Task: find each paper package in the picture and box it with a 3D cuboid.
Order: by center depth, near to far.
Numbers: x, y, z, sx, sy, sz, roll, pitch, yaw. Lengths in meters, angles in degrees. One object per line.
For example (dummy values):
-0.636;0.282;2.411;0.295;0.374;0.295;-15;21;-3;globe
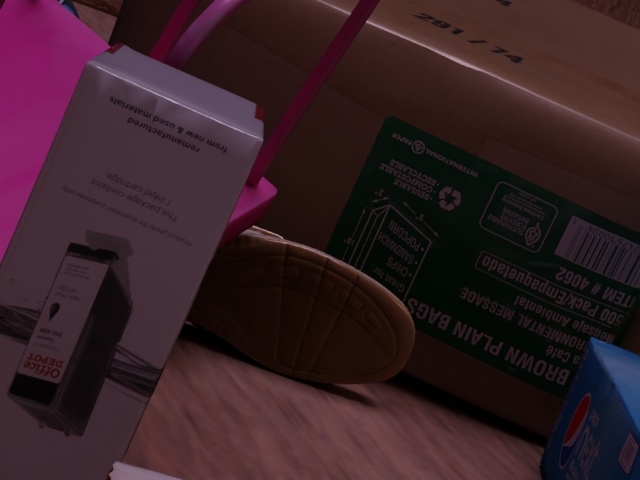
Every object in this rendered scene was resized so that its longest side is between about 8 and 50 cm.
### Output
0.057;-0.055;1.095;0.325;0.168;0.309;25;19;6;paper package

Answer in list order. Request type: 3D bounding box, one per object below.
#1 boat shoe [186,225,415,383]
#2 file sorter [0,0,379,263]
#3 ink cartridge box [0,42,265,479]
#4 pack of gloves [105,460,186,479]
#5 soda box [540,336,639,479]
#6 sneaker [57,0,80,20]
-0.037;0.017;0.921;0.170;0.063;0.059;20;14;-3;boat shoe
-0.135;-0.134;0.784;0.291;0.182;0.202;41;32;9;file sorter
-0.068;0.014;0.606;0.056;0.135;0.099;24;8;-5;ink cartridge box
0.045;0.142;0.448;0.232;0.046;0.195;18;20;-4;pack of gloves
0.141;0.099;0.819;0.071;0.067;0.210;21;9;-1;soda box
-0.284;-0.088;0.923;0.341;0.125;0.140;12;-16;-36;sneaker
